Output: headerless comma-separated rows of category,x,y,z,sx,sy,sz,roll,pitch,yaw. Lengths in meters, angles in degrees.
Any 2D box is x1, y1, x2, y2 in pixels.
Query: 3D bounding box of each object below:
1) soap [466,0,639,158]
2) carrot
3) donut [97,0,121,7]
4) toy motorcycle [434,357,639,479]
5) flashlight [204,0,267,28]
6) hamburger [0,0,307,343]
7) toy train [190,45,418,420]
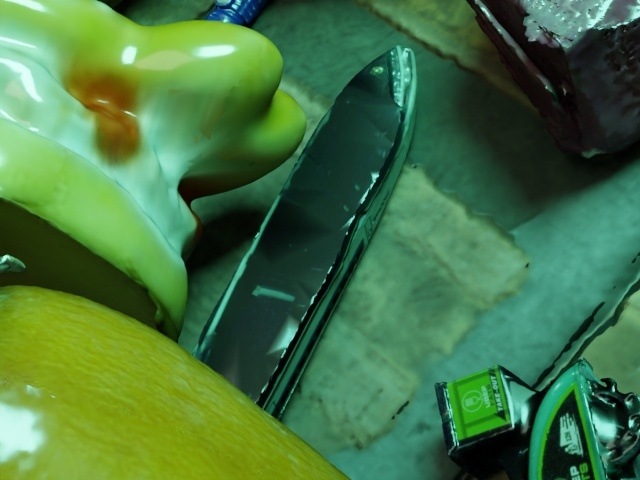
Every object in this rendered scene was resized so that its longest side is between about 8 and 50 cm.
soap,0.186,-0.178,0.558,0.182,0.112,0.289,21,73,36
carrot,-0.110,0.123,0.436,0.193,0.331,0.214,-55,19,-2
donut,-0.214,-0.252,0.763,0.261,0.208,0.128,21,82,44
toy motorcycle,0.106,0.129,0.453,0.100,0.058,0.173,-24,51,23
flashlight,-0.069,-0.137,0.720,0.057,0.035,0.121,22,74,37
hamburger,-0.170,-0.039,0.579,0.302,0.261,0.186,-3,56,25
toy train,0.000,-0.001,0.596,0.055,0.048,0.252,18,65,24
